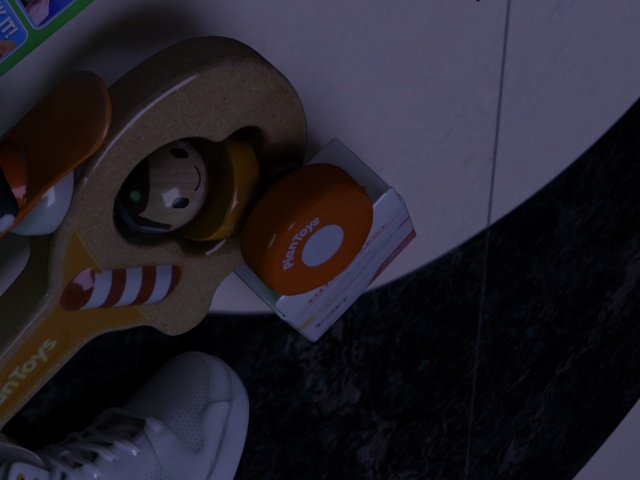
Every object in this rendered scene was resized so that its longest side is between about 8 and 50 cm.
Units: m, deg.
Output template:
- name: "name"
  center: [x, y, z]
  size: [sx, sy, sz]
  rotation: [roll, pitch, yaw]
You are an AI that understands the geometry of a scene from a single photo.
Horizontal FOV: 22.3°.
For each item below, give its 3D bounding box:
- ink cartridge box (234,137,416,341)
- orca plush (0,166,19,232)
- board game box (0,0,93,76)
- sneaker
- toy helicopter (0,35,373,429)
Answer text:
- name: "ink cartridge box"
  center: [0.000, 0.000, 1.126]
  size: [0.115, 0.067, 0.198]
  rotation: [-46, 169, -2]
- name: "orca plush"
  center: [-0.276, -0.022, 0.743]
  size: [0.287, 0.151, 0.102]
  rotation: [-16, 96, -27]
- name: "board game box"
  center: [-0.212, -0.176, 0.731]
  size: [0.213, 0.046, 0.317]
  rotation: [-41, 149, -9]
- name: "sneaker"
  center: [-0.164, 0.159, 1.104]
  size: [0.292, 0.108, 0.169]
  rotation: [-58, 135, -30]
- name: "toy helicopter"
  center: [-0.153, 0.023, 0.955]
  size: [0.355, 0.140, 0.235]
  rotation: [-47, 148, 5]
